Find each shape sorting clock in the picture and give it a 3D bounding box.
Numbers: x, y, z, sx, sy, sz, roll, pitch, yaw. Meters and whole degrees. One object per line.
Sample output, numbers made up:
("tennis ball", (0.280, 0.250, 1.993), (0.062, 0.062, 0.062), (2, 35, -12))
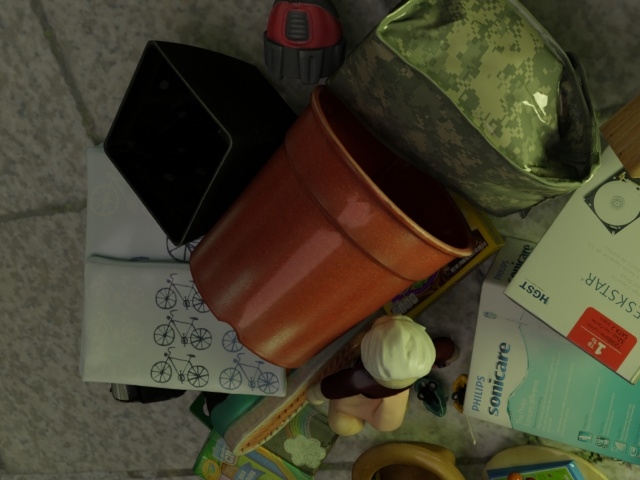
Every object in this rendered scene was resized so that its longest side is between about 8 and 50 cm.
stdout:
("shape sorting clock", (0.329, 0.366, 1.779), (0.206, 0.040, 0.206), (12, 129, 16))

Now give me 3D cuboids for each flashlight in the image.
("flashlight", (-0.014, -0.340, 1.454), (0.103, 0.103, 0.304), (34, 131, 45))

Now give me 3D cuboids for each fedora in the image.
("fedora", (0.143, 0.351, 1.830), (0.194, 0.079, 0.194), (15, 128, 20))

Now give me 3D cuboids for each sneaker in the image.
("sneaker", (-0.043, 0.162, 1.746), (0.302, 0.108, 0.121), (-42, 68, 6))

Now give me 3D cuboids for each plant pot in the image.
("plant pot", (0.000, 0.000, 1.519), (0.272, 0.272, 0.265), (44, 108, -6))
("plant pot", (-0.136, -0.133, 1.586), (0.187, 0.167, 0.188), (50, 132, 24))

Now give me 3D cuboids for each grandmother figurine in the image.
("grandmother figurine", (0.088, 0.176, 1.617), (0.104, 0.208, 0.342), (59, 169, 14))

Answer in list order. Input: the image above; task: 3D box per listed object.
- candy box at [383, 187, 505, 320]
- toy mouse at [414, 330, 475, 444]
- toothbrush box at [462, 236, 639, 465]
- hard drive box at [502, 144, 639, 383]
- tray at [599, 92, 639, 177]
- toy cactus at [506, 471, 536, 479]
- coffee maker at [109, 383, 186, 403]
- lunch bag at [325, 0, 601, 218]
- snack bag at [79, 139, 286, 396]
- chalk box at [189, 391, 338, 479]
("candy box", (0.142, 0.020, 1.639), (0.206, 0.027, 0.105), (-44, 67, 36))
("toy mouse", (0.167, 0.188, 1.743), (0.143, 0.031, 0.161), (17, 121, 45))
("toothbrush box", (0.346, 0.146, 1.585), (0.295, 0.126, 0.216), (13, 123, 16))
("hard drive box", (0.353, 0.022, 1.440), (0.181, 0.089, 0.232), (35, 92, 16))
("tray", (0.495, -0.210, 1.251), (0.411, 0.203, 0.076), (-43, 65, 37))
("toy cactus", (0.292, 0.424, 1.757), (0.180, 0.112, 0.219), (28, 124, -10))
("coffee maker", (-0.248, 0.146, 1.857), (0.171, 0.120, 0.178), (1, 120, 23))
("lunch bag", (0.176, -0.154, 1.404), (0.287, 0.169, 0.235), (45, 166, -4))
("snack bag", (-0.188, 0.036, 1.719), (0.323, 0.037, 0.342), (3, 92, 20))
("chalk box", (-0.100, 0.301, 1.877), (0.213, 0.132, 0.132), (31, 127, 5))
